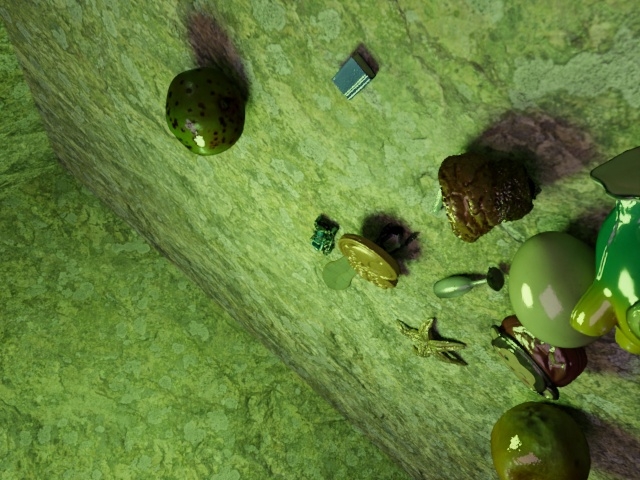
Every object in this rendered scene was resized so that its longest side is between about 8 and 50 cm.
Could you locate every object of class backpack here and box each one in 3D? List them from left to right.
[{"bbox_3d":[0.549,0.272,1.041,0.229,0.139,0.229,47,156,29],"label":"backpack"}]

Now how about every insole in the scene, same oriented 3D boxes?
[{"bbox_3d":[0.084,0.110,1.481,0.119,0.009,0.348,44,150,-2],"label":"insole"}]

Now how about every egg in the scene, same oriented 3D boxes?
[{"bbox_3d":[0.479,0.097,0.838,0.189,0.188,0.253,-3,123,50],"label":"egg"}]

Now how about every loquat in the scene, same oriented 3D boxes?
[{"bbox_3d":[0.653,0.624,1.255,0.276,0.276,0.283,9,120,43],"label":"loquat"}]

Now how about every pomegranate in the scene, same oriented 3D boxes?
[{"bbox_3d":[-0.325,-0.342,1.177,0.231,0.231,0.286,46,159,-8],"label":"pomegranate"}]

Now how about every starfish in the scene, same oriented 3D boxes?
[{"bbox_3d":[0.376,0.342,1.415,0.277,0.062,0.235,35,144,20],"label":"starfish"}]

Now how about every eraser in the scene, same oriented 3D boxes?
[{"bbox_3d":[0.071,-0.350,0.893,0.063,0.027,0.085,47,148,-10],"label":"eraser"}]

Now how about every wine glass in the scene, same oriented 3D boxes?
[{"bbox_3d":[0.383,0.115,1.100,0.066,0.066,0.198,47,151,-9],"label":"wine glass"}]

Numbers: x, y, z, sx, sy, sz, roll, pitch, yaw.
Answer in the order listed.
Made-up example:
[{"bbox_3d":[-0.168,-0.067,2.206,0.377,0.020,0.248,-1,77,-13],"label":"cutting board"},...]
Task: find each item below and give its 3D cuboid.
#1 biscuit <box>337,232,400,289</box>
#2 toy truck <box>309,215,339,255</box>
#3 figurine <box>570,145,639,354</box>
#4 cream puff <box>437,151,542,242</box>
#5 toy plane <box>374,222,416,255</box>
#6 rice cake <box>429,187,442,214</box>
[{"bbox_3d":[0.145,0.072,1.244,0.202,0.044,0.288,28,160,22],"label":"biscuit"},{"bbox_3d":[0.000,-0.001,1.368,0.080,0.078,0.154,34,149,15],"label":"toy truck"},{"bbox_3d":[0.553,0.032,0.643,0.324,0.231,0.340,-16,116,15],"label":"figurine"},{"bbox_3d":[0.336,-0.095,0.815,0.169,0.183,0.183,-14,122,28],"label":"cream puff"},{"bbox_3d":[0.193,0.012,1.193,0.078,0.053,0.197,33,146,-2],"label":"toy plane"},{"bbox_3d":[0.281,-0.105,0.971,0.022,0.021,0.121,23,145,12],"label":"rice cake"}]
